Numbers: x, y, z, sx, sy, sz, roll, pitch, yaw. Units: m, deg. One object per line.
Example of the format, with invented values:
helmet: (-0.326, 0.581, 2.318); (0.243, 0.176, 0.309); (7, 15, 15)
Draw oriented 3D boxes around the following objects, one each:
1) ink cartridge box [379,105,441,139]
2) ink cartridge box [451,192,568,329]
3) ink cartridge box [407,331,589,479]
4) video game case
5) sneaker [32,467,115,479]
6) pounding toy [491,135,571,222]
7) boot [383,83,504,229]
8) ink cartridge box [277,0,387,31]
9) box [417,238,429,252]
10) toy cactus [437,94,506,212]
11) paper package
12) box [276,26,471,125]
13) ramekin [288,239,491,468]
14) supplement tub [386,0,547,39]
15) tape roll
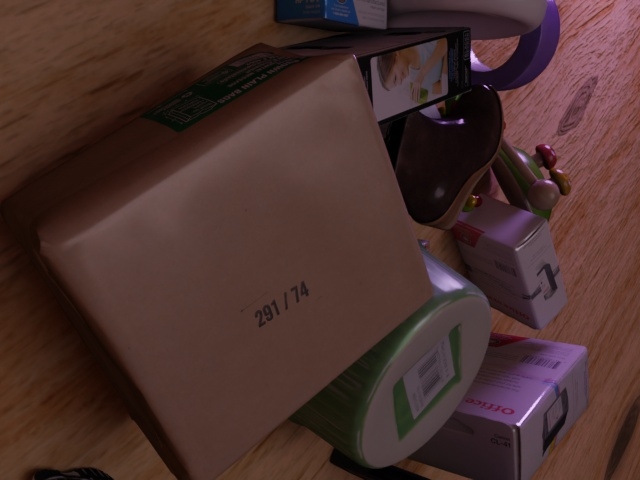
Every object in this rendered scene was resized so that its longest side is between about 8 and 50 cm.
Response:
ink cartridge box: (0.106, -0.126, 1.140); (0.209, 0.062, 0.109); (-62, 139, -25)
ink cartridge box: (0.341, 0.039, 1.391); (0.092, 0.158, 0.218); (-40, 130, -18)
ink cartridge box: (0.307, 0.281, 1.348); (0.306, 0.226, 0.131); (-27, 116, -47)
video game case: (0.183, 0.395, 1.181); (0.275, 0.248, 0.035); (41, 66, -48)
sneaker: (-0.246, 0.253, 0.768); (0.109, 0.040, 0.044); (23, 94, -49)
pounding toy: (0.389, -0.120, 1.386); (0.183, 0.110, 0.237); (63, 5, 15)
boot: (0.173, -0.148, 1.095); (0.207, 0.090, 0.248); (33, 74, -52)
ink cartridge box: (0.017, -0.364, 0.964); (0.139, 0.082, 0.191); (-12, 107, -52)
box: (0.137, 0.110, 1.247); (0.114, 0.036, 0.207); (-21, 113, -50)
toy cactus: (0.217, -0.134, 1.272); (0.180, 0.112, 0.219); (-28, 127, -37)
paper package: (-0.085, 0.013, 0.753); (0.325, 0.168, 0.309); (-36, 125, -21)
box: (0.051, -0.207, 0.968); (0.290, 0.169, 0.087); (-29, 121, -49)
ramekin: (0.090, 0.149, 1.020); (0.303, 0.148, 0.303); (-30, 137, -33)
supplement tub: (0.201, -0.461, 1.057); (0.241, 0.241, 0.331); (-1, 98, -53)
tape roll: (0.274, -0.331, 1.223); (0.080, 0.189, 0.189); (-16, 109, -51)
